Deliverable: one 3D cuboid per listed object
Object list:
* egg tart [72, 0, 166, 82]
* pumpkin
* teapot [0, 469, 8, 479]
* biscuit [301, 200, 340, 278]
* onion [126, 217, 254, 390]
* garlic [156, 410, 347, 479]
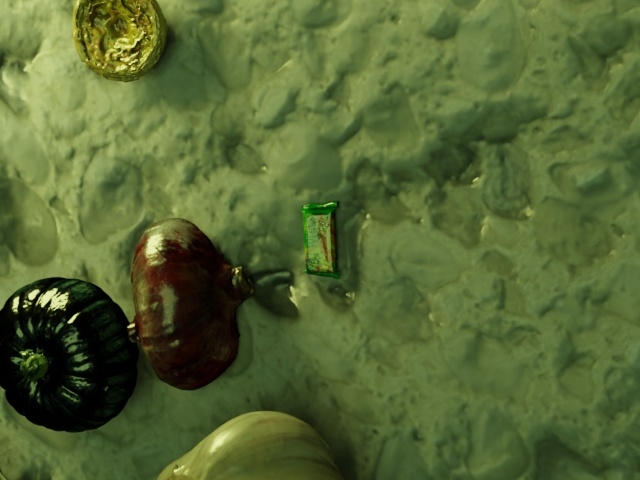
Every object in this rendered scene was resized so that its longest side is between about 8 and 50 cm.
[{"bbox_3d":[-0.235,-0.250,1.626,0.129,0.049,0.128,5,104,21],"label":"egg tart"},{"bbox_3d":[-0.309,0.138,1.657,0.194,0.150,0.194,30,130,45],"label":"pumpkin"},{"bbox_3d":[-0.397,0.389,1.719,0.225,0.171,0.203,43,134,19],"label":"teapot"},{"bbox_3d":[0.000,0.000,1.581,0.046,0.016,0.089,0,96,21],"label":"biscuit"},{"bbox_3d":[-0.162,0.075,1.610,0.151,0.098,0.205,-16,90,24],"label":"onion"},{"bbox_3d":[-0.076,0.351,1.528,0.317,0.259,0.317,-22,51,30],"label":"garlic"}]
